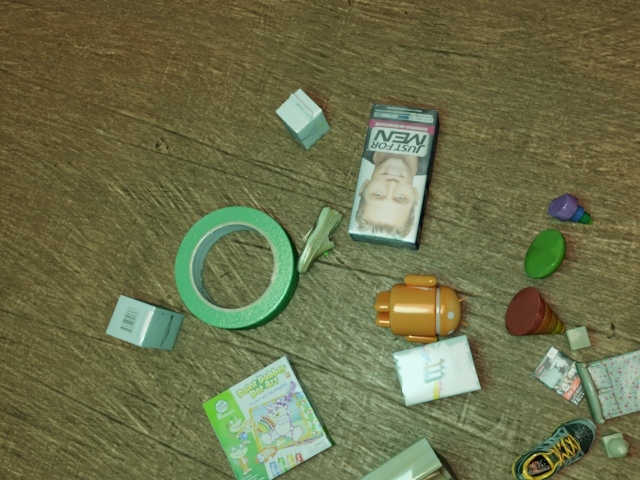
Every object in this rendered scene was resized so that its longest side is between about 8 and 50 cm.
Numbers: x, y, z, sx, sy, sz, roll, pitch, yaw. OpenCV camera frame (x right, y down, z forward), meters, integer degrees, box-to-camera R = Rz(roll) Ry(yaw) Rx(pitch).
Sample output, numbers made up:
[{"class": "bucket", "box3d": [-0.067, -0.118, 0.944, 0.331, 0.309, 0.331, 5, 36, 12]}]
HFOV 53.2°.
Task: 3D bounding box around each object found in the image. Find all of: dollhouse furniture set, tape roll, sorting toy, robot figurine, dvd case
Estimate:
[{"class": "dollhouse furniture set", "box3d": [0.741, 0.323, 1.360, 0.303, 0.174, 0.355, -17, 79, 7]}, {"class": "tape roll", "box3d": [-0.218, 0.073, 1.676, 0.321, 0.077, 0.321, -3, 77, 12]}, {"class": "dollhouse furniture set", "box3d": [0.274, 0.637, 1.297, 0.362, 0.256, 0.394, -34, 54, 3]}, {"class": "sorting toy", "box3d": [0.565, 0.075, 1.516, 0.126, 0.127, 0.365, 25, 80, -14]}, {"class": "robot figurine", "box3d": [0.241, 0.166, 1.531, 0.220, 0.128, 0.158, 1, 78, 12]}, {"class": "dvd case", "box3d": [0.568, 0.315, 1.491, 0.119, 0.013, 0.087, 34, 87, 15]}, {"class": "sorting toy", "box3d": [0.000, 0.000, 1.678, 0.083, 0.012, 0.062, 42, 88, 17]}]

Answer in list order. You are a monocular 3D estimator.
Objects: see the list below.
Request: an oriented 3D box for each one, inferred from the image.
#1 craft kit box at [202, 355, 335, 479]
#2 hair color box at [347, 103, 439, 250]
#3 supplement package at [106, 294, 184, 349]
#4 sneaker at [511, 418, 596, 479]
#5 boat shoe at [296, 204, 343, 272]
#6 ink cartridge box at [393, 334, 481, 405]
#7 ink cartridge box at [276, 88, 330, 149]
[{"class": "craft kit box", "box3d": [-0.130, 0.455, 1.587, 0.250, 0.061, 0.246, -31, 71, 3]}, {"class": "hair color box", "box3d": [0.190, -0.162, 1.626, 0.174, 0.105, 0.347, 8, 80, 14]}, {"class": "supplement package", "box3d": [-0.444, 0.213, 1.637, 0.105, 0.179, 0.105, 16, 82, 15]}, {"class": "sneaker", "box3d": [0.529, 0.477, 1.429, 0.215, 0.083, 0.084, -38, 72, 0]}, {"class": "boat shoe", "box3d": [0.002, 0.004, 1.638, 0.072, 0.068, 0.190, 24, 81, 3]}, {"class": "ink cartridge box", "box3d": [0.271, 0.305, 1.495, 0.176, 0.128, 0.127, -15, 76, 9]}, {"class": "ink cartridge box", "box3d": [-0.047, -0.322, 1.690, 0.090, 0.143, 0.092, -44, 73, 0]}]
